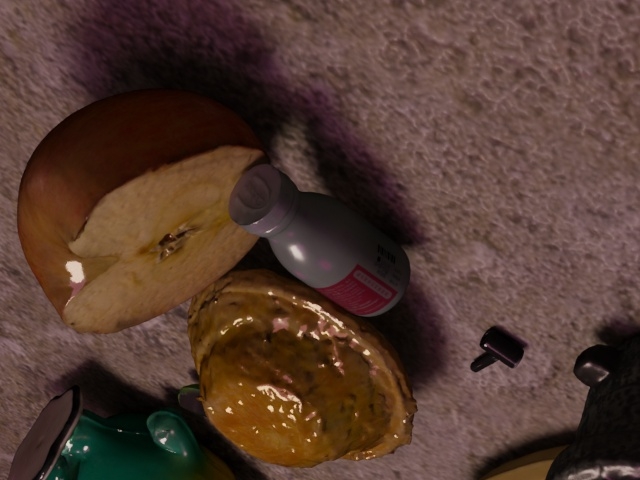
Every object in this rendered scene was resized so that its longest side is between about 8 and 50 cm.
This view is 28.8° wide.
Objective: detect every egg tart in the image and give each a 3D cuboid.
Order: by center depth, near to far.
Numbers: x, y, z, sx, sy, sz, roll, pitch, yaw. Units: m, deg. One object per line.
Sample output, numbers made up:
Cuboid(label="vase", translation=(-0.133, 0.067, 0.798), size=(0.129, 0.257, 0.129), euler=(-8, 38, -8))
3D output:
Cuboid(label="egg tart", translation=(-0.039, 0.172, 1.448), size=(0.319, 0.128, 0.319), euler=(21, 145, 16))

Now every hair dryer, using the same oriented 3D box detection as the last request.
Cuboid(label="hair dryer", translation=(0.192, 0.131, 1.421), size=(0.047, 0.026, 0.083), euler=(34, 150, -7))

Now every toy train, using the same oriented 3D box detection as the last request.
Cuboid(label="toy train", translation=(-0.090, 0.230, 1.688), size=(0.209, 0.042, 0.044), euler=(16, 119, 16))

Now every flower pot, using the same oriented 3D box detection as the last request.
Cuboid(label="flower pot", translation=(0.365, 0.251, 1.242), size=(0.299, 0.283, 0.299), euler=(17, 143, 14))

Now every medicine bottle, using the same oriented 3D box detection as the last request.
Cuboid(label="medicine bottle", translation=(0.000, 0.000, 1.270), size=(0.090, 0.090, 0.217), euler=(-8, 150, 38))

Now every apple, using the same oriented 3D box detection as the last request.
Cuboid(label="apple", translation=(-0.191, -0.055, 1.284), size=(0.163, 0.251, 0.293), euler=(54, 149, 21))

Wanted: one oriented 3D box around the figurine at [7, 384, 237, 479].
Cuboid(label="figurine", translation=(-0.267, 0.369, 1.828), size=(0.340, 0.231, 0.323), euler=(34, 118, -21))

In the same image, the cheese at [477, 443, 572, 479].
Cuboid(label="cheese", translation=(0.295, 0.372, 1.567), size=(0.316, 0.128, 0.259), euler=(-28, 110, 41))
